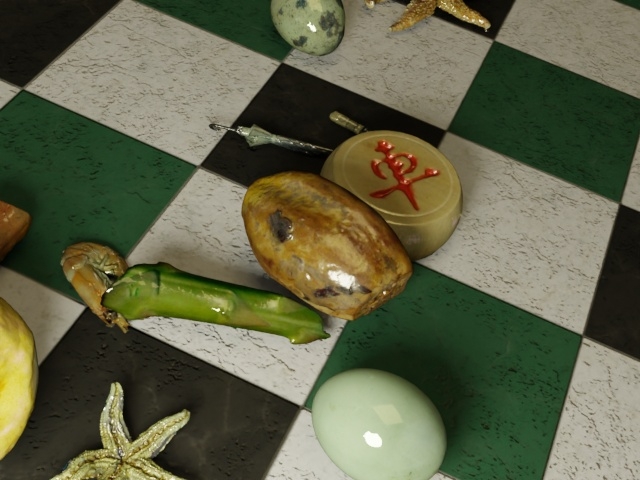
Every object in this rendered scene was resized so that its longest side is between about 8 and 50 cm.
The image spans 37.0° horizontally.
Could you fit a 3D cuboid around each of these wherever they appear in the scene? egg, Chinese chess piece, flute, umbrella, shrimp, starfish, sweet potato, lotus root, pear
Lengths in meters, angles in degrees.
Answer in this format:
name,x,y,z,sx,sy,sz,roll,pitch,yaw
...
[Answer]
name,x,y,z,sx,sy,sz,roll,pitch,yaw
egg,0.077,0.251,1.282,0.192,0.149,0.149,30,48,12
Chinese chess piece,0.119,-0.079,1.629,0.250,0.097,0.251,7,48,-8
flute,0.117,-0.180,1.769,0.233,0.027,0.027,31,49,14
umbrella,-0.069,-0.176,1.710,0.268,0.044,0.044,11,77,-3
shrimp,-0.323,0.067,1.433,0.099,0.041,0.180,-8,48,-39
egg,-0.021,-0.446,1.903,0.141,0.141,0.182,-21,65,-29
starfish,-0.238,0.287,1.237,0.175,0.053,0.208,27,51,10
sweet potato,-0.519,0.014,1.388,0.097,0.097,0.252,28,46,11
lotus root,-0.006,0.007,1.465,0.291,0.193,0.193,41,52,21
pear,-0.481,0.163,1.162,0.271,0.271,0.271,7,47,-8
starfish,0.245,-0.541,2.106,0.302,0.060,0.299,8,45,-7

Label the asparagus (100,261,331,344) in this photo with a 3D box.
name,x,y,z,sx,sy,sz,roll,pitch,yaw
asparagus,-0.149,0.093,1.404,0.342,0.082,0.085,10,21,-17
